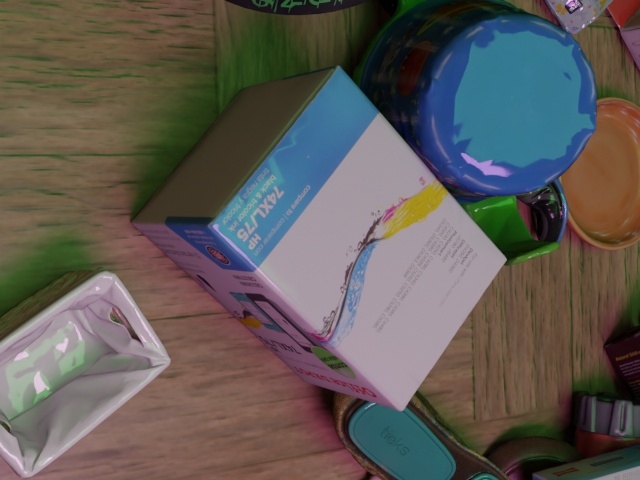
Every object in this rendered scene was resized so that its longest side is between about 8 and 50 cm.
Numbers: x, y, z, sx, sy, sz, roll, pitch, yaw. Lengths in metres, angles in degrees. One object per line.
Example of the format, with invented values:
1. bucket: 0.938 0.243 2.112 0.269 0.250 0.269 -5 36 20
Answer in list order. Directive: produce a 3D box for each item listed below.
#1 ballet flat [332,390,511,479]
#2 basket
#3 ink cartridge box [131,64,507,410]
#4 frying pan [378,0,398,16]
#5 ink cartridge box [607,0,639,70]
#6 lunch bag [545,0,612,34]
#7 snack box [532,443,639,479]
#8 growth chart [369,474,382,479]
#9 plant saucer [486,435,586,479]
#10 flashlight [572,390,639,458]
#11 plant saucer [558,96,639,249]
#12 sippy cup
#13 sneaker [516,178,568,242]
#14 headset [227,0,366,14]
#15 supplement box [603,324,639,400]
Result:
1. ballet flat: 0.131 0.263 1.115 0.123 0.123 0.348 -50 114 -20
2. basket: -0.242 0.112 0.890 0.167 0.103 0.113 -38 110 -24
3. ink cartridge box: 0.000 0.000 0.977 0.270 0.198 0.197 45 70 -23
4. frying pan: 0.167 -0.199 1.122 0.197 0.053 0.326 -15 103 -5
5. ink cartridge box: 0.507 -0.374 1.348 0.296 0.066 0.261 -48 114 -21
6. lunch bag: 0.327 -0.312 1.249 0.083 0.053 0.071 -45 111 -12
7. snack box: 0.348 0.417 1.175 0.187 0.060 0.321 -7 99 -25
8. growth chart: 0.078 0.383 1.138 0.172 0.021 0.237 -45 114 -21
9. plant saucer: 0.266 0.325 1.201 0.169 0.029 0.168 0 91 -3
10. flashlight: 0.367 0.350 1.263 0.103 0.103 0.304 6 87 -28
11. plant saucer: 0.374 -0.087 1.293 0.200 0.037 0.199 -1 92 -30
12. sippy cup: 0.163 -0.139 0.992 0.305 0.224 0.240 35 95 -12
13. sneaker: 0.248 -0.077 1.210 0.078 0.067 0.188 -27 108 -6
14. headset: -0.018 -0.392 0.935 0.244 0.185 0.394 1 57 1
15. supplement box: 0.486 0.215 1.272 0.073 0.130 0.239 -25 84 -30
